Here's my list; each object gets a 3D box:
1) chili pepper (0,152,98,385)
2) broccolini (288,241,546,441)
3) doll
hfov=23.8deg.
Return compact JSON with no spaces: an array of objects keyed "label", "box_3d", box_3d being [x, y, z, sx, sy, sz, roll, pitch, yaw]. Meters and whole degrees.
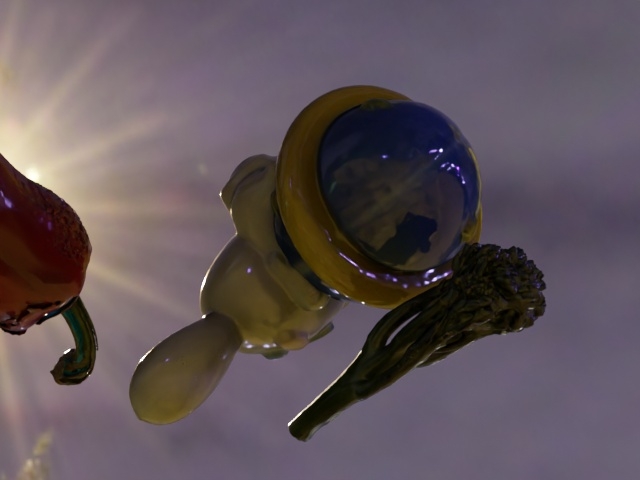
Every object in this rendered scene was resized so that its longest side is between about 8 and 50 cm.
[{"label":"chili pepper","box_3d":[-0.257,-0.034,1.053,0.110,0.110,0.387,-31,-52,13]},{"label":"broccolini","box_3d":[0.053,0.063,0.984,0.202,0.091,0.068,-29,-84,16]},{"label":"doll","box_3d":[-0.019,0.001,1.062,0.242,0.311,0.160,-16,-72,45]}]
